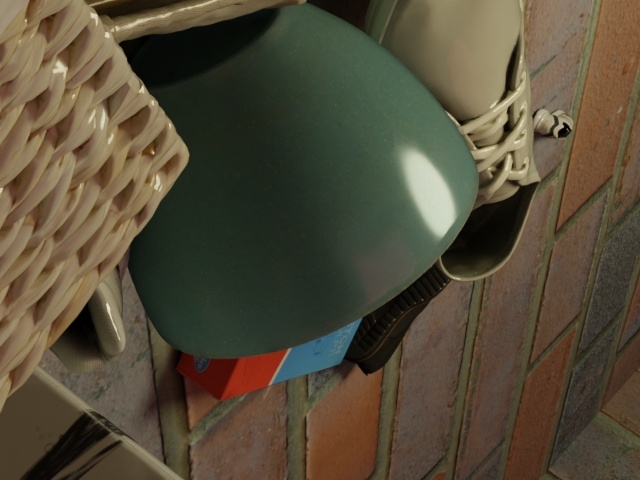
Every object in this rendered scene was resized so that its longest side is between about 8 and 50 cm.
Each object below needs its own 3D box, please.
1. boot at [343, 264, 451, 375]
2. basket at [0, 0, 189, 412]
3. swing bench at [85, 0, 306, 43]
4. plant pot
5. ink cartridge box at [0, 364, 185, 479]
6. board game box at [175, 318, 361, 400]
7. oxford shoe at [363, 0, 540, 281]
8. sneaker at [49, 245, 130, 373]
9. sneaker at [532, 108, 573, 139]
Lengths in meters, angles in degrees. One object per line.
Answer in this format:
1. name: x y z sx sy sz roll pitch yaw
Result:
1. boot: 0.100 0.077 1.870 0.198 0.077 0.137 -40 159 -3
2. basket: -0.288 -0.046 0.673 0.331 0.328 0.266 -54 160 -6
3. swing bench: -0.097 -0.230 0.983 0.253 0.165 0.254 -28 144 -48
4. plant pot: -0.049 -0.077 1.189 0.290 0.290 0.195 -44 123 -25
5. ink cartridge box: -0.180 0.220 1.111 0.166 0.395 0.285 -50 155 -13
6. board game box: 0.000 0.000 1.577 0.242 0.064 0.316 -11 130 -58
7. oxford shoe: 0.134 -0.115 1.390 0.169 0.130 0.449 -29 147 -15
8. sneaker: -0.217 -0.009 1.019 0.110 0.118 0.292 -28 140 17
9. sneaker: 0.310 -0.145 2.001 0.109 0.044 0.040 -8 126 -61
